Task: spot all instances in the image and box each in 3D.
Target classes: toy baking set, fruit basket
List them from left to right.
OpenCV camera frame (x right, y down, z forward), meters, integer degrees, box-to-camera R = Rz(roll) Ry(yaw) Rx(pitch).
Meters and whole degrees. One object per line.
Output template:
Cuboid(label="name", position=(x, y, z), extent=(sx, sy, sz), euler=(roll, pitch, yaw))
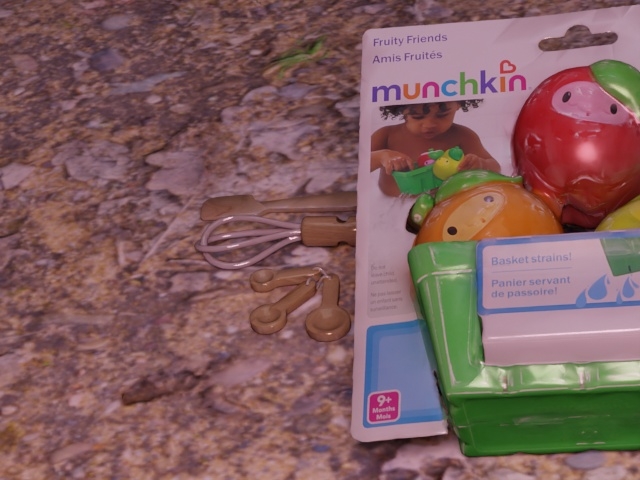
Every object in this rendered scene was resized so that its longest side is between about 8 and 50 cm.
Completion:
Cuboid(label="toy baking set", position=(0.007, -0.002, 1.539), extent=(0.196, 0.030, 0.256), euler=(-21, 37, -17))
Cuboid(label="fruit basket", position=(0.182, -0.028, 1.342), extent=(0.327, 0.165, 0.353), euler=(-3, 65, 11))

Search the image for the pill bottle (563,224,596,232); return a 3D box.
Cuboid(label="pill bottle", position=(0.265, -0.041, 1.471), extent=(0.186, 0.112, 0.112), euler=(10, 39, 24))
